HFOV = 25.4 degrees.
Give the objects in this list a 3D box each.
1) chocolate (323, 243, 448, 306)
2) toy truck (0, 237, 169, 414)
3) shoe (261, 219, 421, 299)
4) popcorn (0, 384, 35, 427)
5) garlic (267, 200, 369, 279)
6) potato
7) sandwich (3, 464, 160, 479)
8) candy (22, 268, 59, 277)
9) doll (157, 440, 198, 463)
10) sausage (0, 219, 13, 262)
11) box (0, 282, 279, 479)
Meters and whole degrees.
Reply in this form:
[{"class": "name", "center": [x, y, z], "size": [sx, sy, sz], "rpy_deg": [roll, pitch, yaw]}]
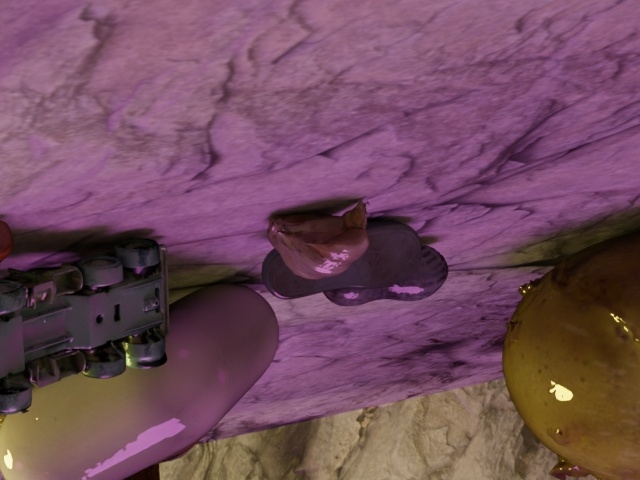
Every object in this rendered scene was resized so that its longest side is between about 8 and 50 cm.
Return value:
[{"class": "chocolate", "center": [0.077, 0.041, 1.702], "size": [0.167, 0.072, 0.072], "rpy_deg": [-4, 166, -20]}, {"class": "toy truck", "center": [-0.268, 0.078, 1.394], "size": [0.135, 0.128, 0.259], "rpy_deg": [9, -162, 32]}, {"class": "shoe", "center": [0.015, 0.015, 1.577], "size": [0.195, 0.079, 0.078], "rpy_deg": [-13, -155, -27]}, {"class": "popcorn", "center": [-0.456, 0.248, 2.118], "size": [0.106, 0.116, 0.121], "rpy_deg": [-39, 122, -1]}, {"class": "garlic", "center": [-0.003, 0.004, 1.465], "size": [0.094, 0.074, 0.113], "rpy_deg": [-14, -173, -35]}, {"class": "potato", "center": [0.430, 0.182, 1.937], "size": [0.319, 0.386, 0.442], "rpy_deg": [-6, 163, 43]}, {"class": "sandwich", "center": [-0.420, 0.409, 2.478], "size": [0.131, 0.262, 0.325], "rpy_deg": [10, 157, -44]}, {"class": "candy", "center": [-0.322, 0.101, 1.570], "size": [0.062, 0.097, 0.194], "rpy_deg": [-3, 165, -35]}, {"class": "doll", "center": [-0.285, 0.267, 2.210], "size": [0.330, 0.174, 0.235], "rpy_deg": [-21, -165, 47]}, {"class": "sausage", "center": [-0.323, 0.015, 1.314], "size": [0.039, 0.041, 0.131], "rpy_deg": [-9, 169, -35]}, {"class": "box", "center": [-0.205, 0.173, 1.659], "size": [0.288, 0.141, 0.349], "rpy_deg": [-27, -176, 18]}]
